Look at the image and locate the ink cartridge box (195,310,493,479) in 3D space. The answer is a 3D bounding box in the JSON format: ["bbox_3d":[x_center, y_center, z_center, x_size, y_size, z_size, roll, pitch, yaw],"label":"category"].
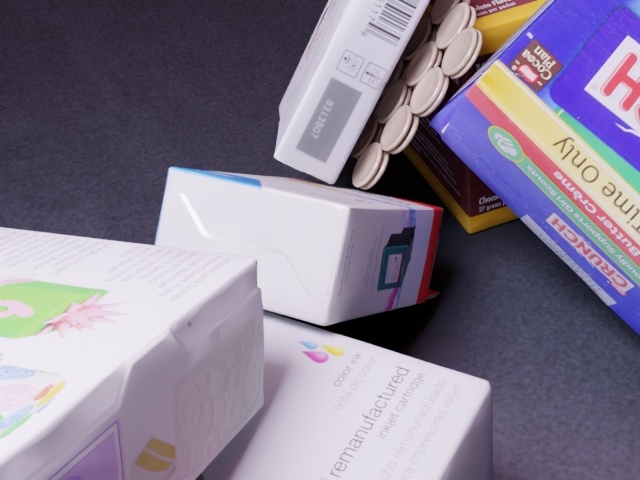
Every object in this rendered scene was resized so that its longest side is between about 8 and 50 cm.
[{"bbox_3d":[-0.076,0.154,0.612,0.306,0.131,0.226,16,45,25],"label":"ink cartridge box"}]

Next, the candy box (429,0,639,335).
[{"bbox_3d":[0.284,-0.105,0.706,0.268,0.122,0.317,45,79,1],"label":"candy box"}]

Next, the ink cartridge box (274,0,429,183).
[{"bbox_3d":[0.026,-0.161,0.818,0.066,0.189,0.232,26,14,-5],"label":"ink cartridge box"}]

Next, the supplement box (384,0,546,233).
[{"bbox_3d":[0.143,-0.150,0.888,0.129,0.194,0.191,-18,40,-11],"label":"supplement box"}]

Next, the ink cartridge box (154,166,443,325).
[{"bbox_3d":[0.000,0.000,0.732,0.134,0.078,0.231,13,7,23],"label":"ink cartridge box"}]

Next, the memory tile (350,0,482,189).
[{"bbox_3d":[0.067,-0.115,0.751,0.012,0.148,0.113,26,33,-22],"label":"memory tile"}]

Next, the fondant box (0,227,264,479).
[{"bbox_3d":[-0.225,0.069,0.507,0.330,0.096,0.238,5,20,21],"label":"fondant box"}]
